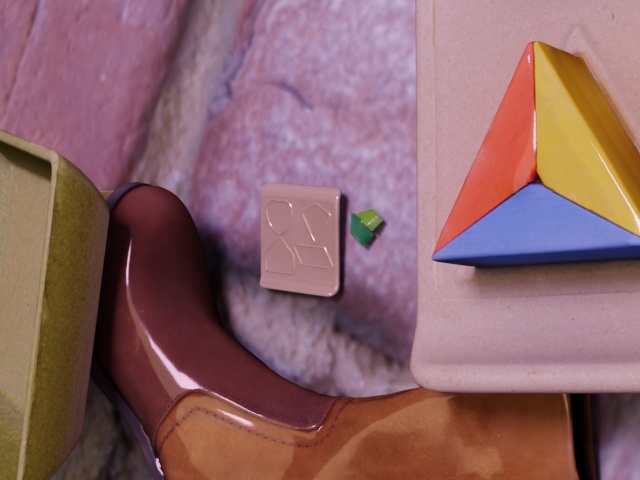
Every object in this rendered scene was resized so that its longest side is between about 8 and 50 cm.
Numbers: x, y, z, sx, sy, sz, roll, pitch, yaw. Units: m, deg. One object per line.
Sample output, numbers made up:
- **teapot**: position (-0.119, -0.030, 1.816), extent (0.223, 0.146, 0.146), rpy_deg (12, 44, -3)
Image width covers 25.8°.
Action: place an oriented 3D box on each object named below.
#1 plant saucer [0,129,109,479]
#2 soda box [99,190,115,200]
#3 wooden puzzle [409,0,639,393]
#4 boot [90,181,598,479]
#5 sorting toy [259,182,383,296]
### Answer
- **plant saucer**: position (-0.172, 0.032, 0.795), extent (0.188, 0.045, 0.188), rpy_deg (21, 105, 58)
- **soda box**: position (-0.191, 0.028, 0.905), extent (0.181, 0.061, 0.058), rpy_deg (-27, 74, 34)
- **wooden puzzle**: position (0.165, -0.110, 0.591), extent (0.322, 0.080, 0.348), rpy_deg (-5, 77, 37)
- **boot**: position (0.003, 0.084, 0.738), extent (0.280, 0.096, 0.264), rpy_deg (-9, 83, 36)
- **sorting toy**: position (0.000, 0.000, 0.792), extent (0.083, 0.012, 0.062), rpy_deg (6, 96, 37)
